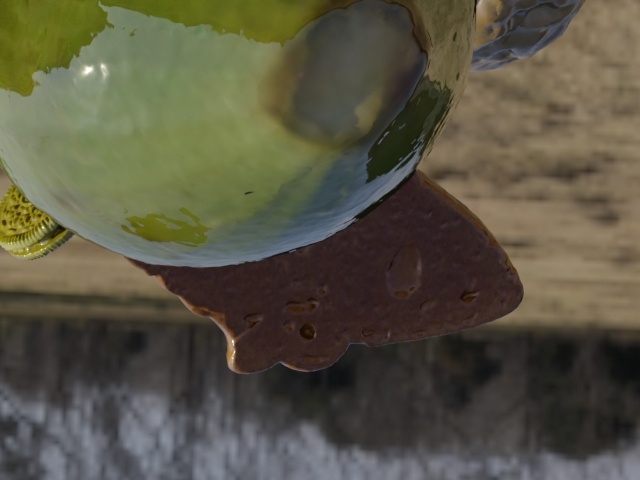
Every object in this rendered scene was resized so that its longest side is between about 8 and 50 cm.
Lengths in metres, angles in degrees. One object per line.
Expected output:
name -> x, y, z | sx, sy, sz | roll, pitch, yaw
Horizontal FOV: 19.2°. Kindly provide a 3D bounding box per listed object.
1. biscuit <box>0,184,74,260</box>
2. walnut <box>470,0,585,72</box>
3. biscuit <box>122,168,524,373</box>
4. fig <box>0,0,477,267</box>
biscuit -> -0.170, -0.025, 1.192 | 0.084, 0.084, 0.023 | -3, 142, 49
walnut -> 0.078, -0.194, 1.146 | 0.198, 0.198, 0.245 | 3, 168, -12
biscuit -> 0.000, 0.000, 1.146 | 0.280, 0.183, 0.043 | 11, -160, -26
fig -> -0.041, -0.093, 0.734 | 0.207, 0.207, 0.230 | 3, 170, -6
